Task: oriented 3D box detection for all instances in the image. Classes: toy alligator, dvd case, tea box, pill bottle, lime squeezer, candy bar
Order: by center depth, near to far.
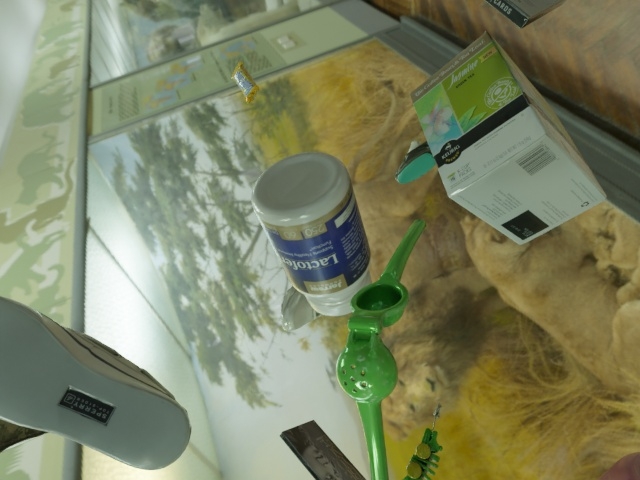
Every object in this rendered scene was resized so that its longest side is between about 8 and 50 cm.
[{"bbox_3d":[0.067,0.093,0.467,0.110,0.059,0.310,30,-120,-35],"label":"lime squeezer"},{"bbox_3d":[0.000,0.000,0.807,0.153,0.153,0.265,60,175,46],"label":"pill bottle"},{"bbox_3d":[0.214,0.416,0.958,0.051,0.190,0.056,25,157,22],"label":"toy alligator"},{"bbox_3d":[-0.149,-0.312,0.961,0.018,0.040,0.161,24,-157,-34],"label":"candy bar"},{"bbox_3d":[0.386,-0.514,0.981,0.179,0.238,0.029,44,142,10],"label":"dvd case"},{"bbox_3d":[0.411,-0.215,1.093,0.329,0.220,0.323,23,-137,-40],"label":"tea box"},{"bbox_3d":[0.015,0.540,1.197,0.221,0.018,0.164,42,-169,26],"label":"dvd case"}]

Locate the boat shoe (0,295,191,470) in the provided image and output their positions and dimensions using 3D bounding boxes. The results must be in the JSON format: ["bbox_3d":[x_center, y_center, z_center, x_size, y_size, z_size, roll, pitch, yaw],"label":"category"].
[{"bbox_3d":[-0.246,0.137,0.475,0.258,0.095,0.084,39,166,-11],"label":"boat shoe"}]

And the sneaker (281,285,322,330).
[{"bbox_3d":[-0.003,0.131,1.103,0.095,0.235,0.090,15,122,27],"label":"sneaker"}]

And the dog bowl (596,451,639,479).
[{"bbox_3d":[0.317,0.279,0.262,0.408,0.408,0.150,-139,69,-75],"label":"dog bowl"}]

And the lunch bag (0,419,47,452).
[{"bbox_3d":[-0.676,0.352,1.008,0.287,0.235,0.169,11,-116,-74],"label":"lunch bag"}]

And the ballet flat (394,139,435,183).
[{"bbox_3d":[0.342,-0.283,1.504,0.095,0.280,0.096,36,-151,-47],"label":"ballet flat"}]
